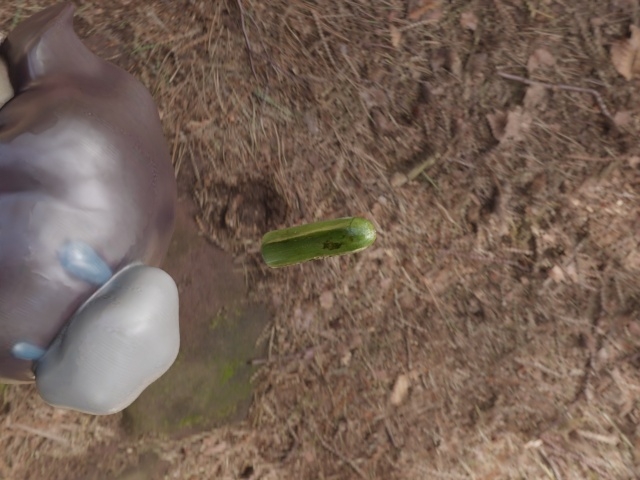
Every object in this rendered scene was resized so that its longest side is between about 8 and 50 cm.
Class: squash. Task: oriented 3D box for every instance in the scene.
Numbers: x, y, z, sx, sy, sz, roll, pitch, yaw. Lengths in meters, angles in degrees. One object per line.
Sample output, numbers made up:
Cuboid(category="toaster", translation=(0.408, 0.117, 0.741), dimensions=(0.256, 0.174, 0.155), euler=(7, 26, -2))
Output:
Cuboid(category="squash", translation=(0.000, 0.000, 0.694), dimensions=(0.083, 0.027, 0.027), euler=(-12, 109, 29))

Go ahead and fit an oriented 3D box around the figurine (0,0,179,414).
Cuboid(category="figurine", translation=(-0.240, -0.069, 0.557), dimensions=(0.206, 0.218, 0.365), euler=(-17, 133, 43))
